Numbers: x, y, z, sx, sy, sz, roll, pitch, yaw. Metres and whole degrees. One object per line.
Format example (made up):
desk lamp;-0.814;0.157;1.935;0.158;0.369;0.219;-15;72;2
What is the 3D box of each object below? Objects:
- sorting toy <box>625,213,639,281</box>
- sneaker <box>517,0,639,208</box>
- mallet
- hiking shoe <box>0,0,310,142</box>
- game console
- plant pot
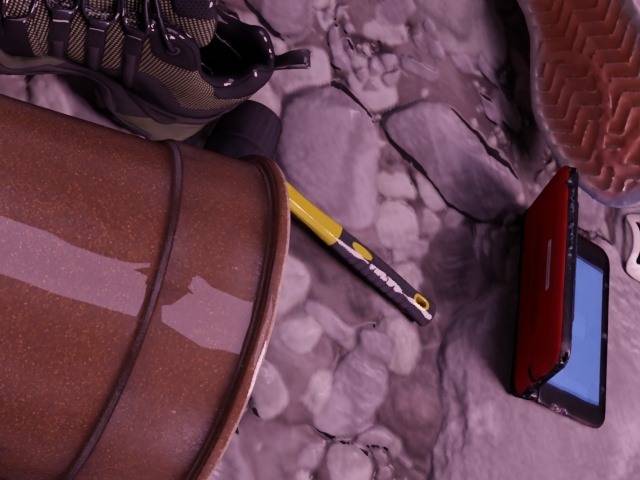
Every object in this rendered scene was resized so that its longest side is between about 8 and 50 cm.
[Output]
sorting toy;0.275;0.009;0.855;0.075;0.045;0.083;12;66;-13
sneaker;0.217;-0.160;0.806;0.121;0.108;0.302;7;61;-40
mallet;0.000;0.000;0.649;0.189;0.039;0.062;46;52;-20
hiking shoe;-0.107;-0.125;0.531;0.227;0.114;0.086;21;56;-50
game console;0.181;0.041;0.741;0.085;0.124;0.144;11;65;-5
plant pot;-0.123;0.016;0.412;0.165;0.167;0.167;21;62;-22
